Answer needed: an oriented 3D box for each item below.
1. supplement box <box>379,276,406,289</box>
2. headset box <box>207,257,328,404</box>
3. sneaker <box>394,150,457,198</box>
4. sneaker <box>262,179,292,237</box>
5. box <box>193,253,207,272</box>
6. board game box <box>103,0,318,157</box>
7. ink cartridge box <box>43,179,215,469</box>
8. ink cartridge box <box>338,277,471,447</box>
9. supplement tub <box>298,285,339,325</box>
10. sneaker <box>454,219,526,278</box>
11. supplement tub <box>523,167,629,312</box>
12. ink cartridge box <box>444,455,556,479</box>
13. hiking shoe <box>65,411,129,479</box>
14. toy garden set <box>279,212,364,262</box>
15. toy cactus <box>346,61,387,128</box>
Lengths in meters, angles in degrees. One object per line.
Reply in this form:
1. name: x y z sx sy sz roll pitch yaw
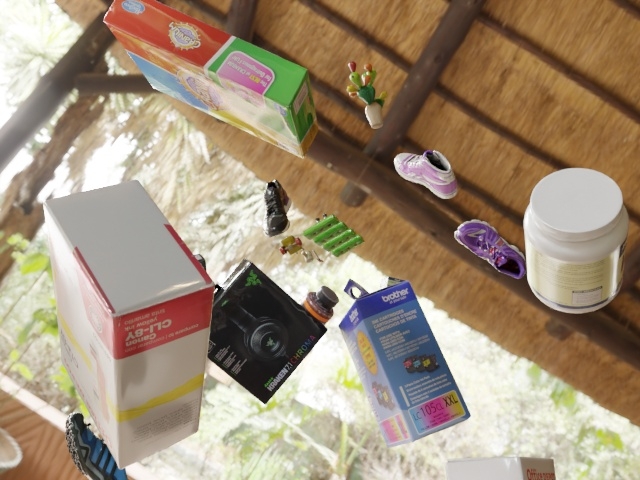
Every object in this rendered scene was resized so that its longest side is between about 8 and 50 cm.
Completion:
1. supplement box: 0.203 0.154 1.854 0.056 0.083 0.083 14 -12 -7
2. headset box: -0.172 0.215 1.608 0.283 0.246 0.131 43 -8 -13
3. sneaker: 0.358 -0.271 2.229 0.282 0.102 0.161 34 -20 39
4. sneaker: -0.180 -0.122 2.370 0.283 0.107 0.124 -91 159 -57
5. box: -0.402 0.147 1.651 0.059 0.232 0.184 -145 -132 -59
6. board game box: -0.162 -0.262 1.051 0.316 0.064 0.242 26 -8 9
7. ink cartridge box: -0.319 0.143 1.064 0.279 0.160 0.385 45 -41 34
8. ink cartridge box: 0.172 0.271 1.532 0.270 0.151 0.396 109 -38 -68
9. supplement tub: -0.032 0.225 1.922 0.106 0.198 0.106 37 19 -15
10. sneaker: 0.353 0.019 1.315 0.169 0.068 0.071 30 23 -6
11. supplement tub: 0.628 0.004 1.595 0.235 0.235 0.325 21 -28 33
12. ink cartridge box: 0.396 0.646 1.305 0.166 0.395 0.285 -16 -25 28
13. hiking shoe: -0.625 0.617 1.840 0.113 0.132 0.304 -17 -83 54
14. toy garden set: 0.000 0.000 2.015 0.244 0.203 0.049 34 29 -59
15. toy cactus: 0.138 -0.416 1.899 0.112 0.181 0.219 -16 -18 13
